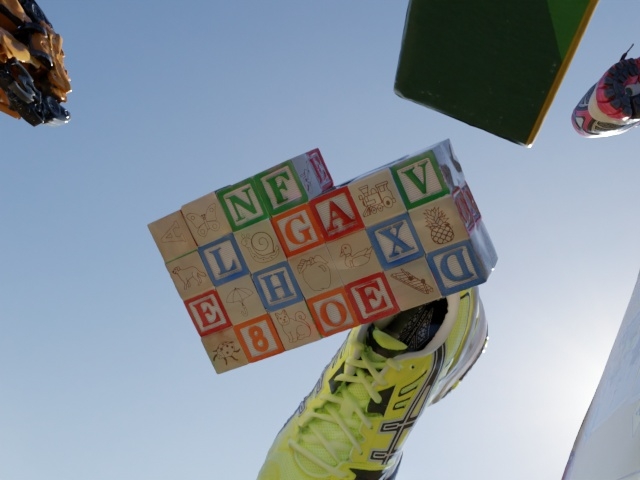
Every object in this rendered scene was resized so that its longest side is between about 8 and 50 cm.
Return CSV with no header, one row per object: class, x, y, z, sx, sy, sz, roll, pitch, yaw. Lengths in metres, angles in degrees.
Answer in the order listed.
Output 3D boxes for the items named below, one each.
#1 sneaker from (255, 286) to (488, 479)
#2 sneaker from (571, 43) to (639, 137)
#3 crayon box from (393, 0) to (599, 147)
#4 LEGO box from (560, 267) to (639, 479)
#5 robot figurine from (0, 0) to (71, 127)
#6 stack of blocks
sneaker,0.040,0.169,0.907,0.145,0.385,0.147,24,-26,29
sneaker,0.517,-0.248,1.331,0.121,0.299,0.112,65,-27,9
crayon box,0.121,-0.216,0.338,0.083,0.203,0.323,24,-28,9
LEGO box,0.347,0.057,0.596,0.193,0.372,0.500,22,-16,14
robot figurine,-0.380,-0.239,0.927,0.085,0.211,0.291,-22,-26,11
stack of blocks,0.000,0.000,0.825,0.297,0.087,0.171,-21,-84,23
